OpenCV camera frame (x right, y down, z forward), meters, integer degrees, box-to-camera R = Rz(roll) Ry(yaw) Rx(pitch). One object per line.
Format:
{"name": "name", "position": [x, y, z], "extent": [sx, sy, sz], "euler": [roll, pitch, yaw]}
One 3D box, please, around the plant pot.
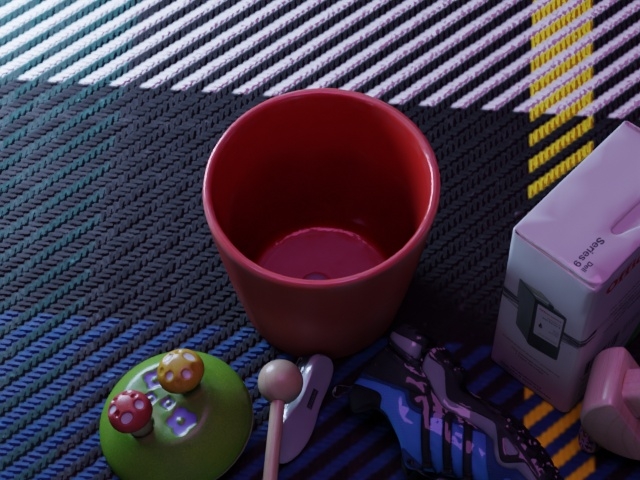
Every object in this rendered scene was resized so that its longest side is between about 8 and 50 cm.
{"name": "plant pot", "position": [0.000, 0.000, 1.978], "extent": [0.275, 0.243, 0.275], "euler": [0, 57, 0]}

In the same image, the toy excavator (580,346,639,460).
{"name": "toy excavator", "position": [0.569, 0.203, 1.818], "extent": [0.445, 0.433, 0.222], "euler": [32, 57, -19]}

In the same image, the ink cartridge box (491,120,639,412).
{"name": "ink cartridge box", "position": [0.315, 0.033, 1.928], "extent": [0.121, 0.289, 0.211], "euler": [37, 64, 21]}

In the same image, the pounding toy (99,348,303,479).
{"name": "pounding toy", "position": [-0.152, 0.188, 1.907], "extent": [0.237, 0.110, 0.183], "euler": [4, 58, 18]}

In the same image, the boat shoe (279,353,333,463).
{"name": "boat shoe", "position": [-0.029, 0.197, 1.972], "extent": [0.040, 0.049, 0.142], "euler": [2, 56, 45]}

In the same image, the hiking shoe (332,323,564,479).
{"name": "hiking shoe", "position": [0.162, 0.238, 1.924], "extent": [0.132, 0.113, 0.304], "euler": [-46, 71, 8]}

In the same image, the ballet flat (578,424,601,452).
{"name": "ballet flat", "position": [0.338, 0.197, 1.969], "extent": [0.041, 0.041, 0.114], "euler": [32, 63, 19]}
